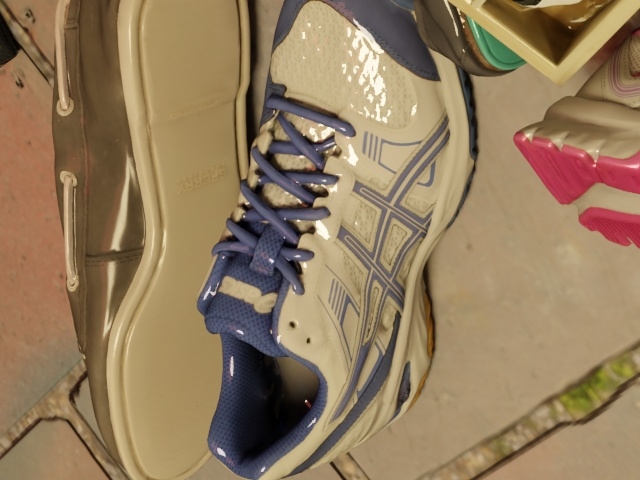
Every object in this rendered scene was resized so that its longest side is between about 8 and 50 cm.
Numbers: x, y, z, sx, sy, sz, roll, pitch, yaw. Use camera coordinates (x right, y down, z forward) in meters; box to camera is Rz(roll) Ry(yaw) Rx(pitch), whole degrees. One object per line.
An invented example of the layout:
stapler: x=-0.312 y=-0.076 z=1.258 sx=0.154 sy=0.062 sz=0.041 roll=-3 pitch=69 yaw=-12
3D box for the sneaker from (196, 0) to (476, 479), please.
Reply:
sneaker: x=0.000 y=0.000 z=0.906 sx=0.112 sy=0.131 sz=0.296 roll=20 pitch=124 yaw=33

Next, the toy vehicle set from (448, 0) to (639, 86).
toy vehicle set: x=0.110 y=-0.197 z=0.679 sx=0.166 sy=0.035 sz=0.267 roll=36 pitch=135 yaw=-5

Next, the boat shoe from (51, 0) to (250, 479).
boat shoe: x=-0.097 y=-0.021 z=1.003 sx=0.095 sy=0.112 sz=0.335 roll=31 pitch=127 yaw=46

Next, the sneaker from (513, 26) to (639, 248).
sneaker: x=0.202 y=-0.044 z=0.707 sx=0.252 sy=0.111 sz=0.103 roll=21 pitch=162 yaw=40

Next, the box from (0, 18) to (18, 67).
box: x=-0.316 y=-0.141 z=1.018 sx=0.059 sy=0.233 sz=0.183 roll=-23 pitch=97 yaw=47

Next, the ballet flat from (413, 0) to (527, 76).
ballet flat: x=0.052 y=-0.172 z=0.809 sx=0.074 sy=0.074 sz=0.203 roll=4 pitch=122 yaw=39
